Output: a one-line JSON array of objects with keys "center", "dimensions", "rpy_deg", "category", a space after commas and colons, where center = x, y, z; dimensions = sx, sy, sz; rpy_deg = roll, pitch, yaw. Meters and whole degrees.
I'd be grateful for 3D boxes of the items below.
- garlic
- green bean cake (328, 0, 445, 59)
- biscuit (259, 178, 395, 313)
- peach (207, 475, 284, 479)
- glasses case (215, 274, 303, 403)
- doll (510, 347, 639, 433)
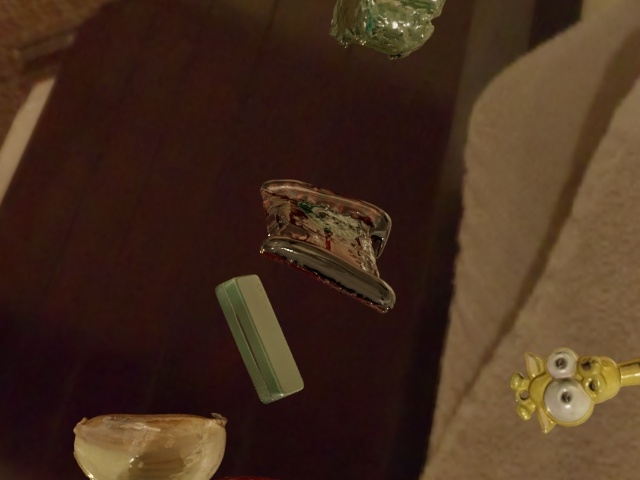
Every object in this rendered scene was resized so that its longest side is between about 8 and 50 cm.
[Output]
[{"center": [-0.194, 0.269, 1.560], "dimensions": [0.207, 0.115, 0.128], "rpy_deg": [1, 167, -26], "category": "garlic"}, {"center": [0.105, -0.357, 1.613], "dimensions": [0.132, 0.255, 0.241], "rpy_deg": [17, -177, -10], "category": "green bean cake"}, {"center": [0.006, 0.003, 1.309], "dimensions": [0.151, 0.235, 0.063], "rpy_deg": [28, 110, -11], "category": "biscuit"}, {"center": [-0.108, 0.412, 1.330], "dimensions": [0.406, 0.335, 0.310], "rpy_deg": [-9, 131, 24], "category": "peach"}, {"center": [-0.088, 0.141, 1.819], "dimensions": [0.039, 0.184, 0.078], "rpy_deg": [-27, 172, 24], "category": "glasses case"}, {"center": [0.380, 0.164, 1.556], "dimensions": [0.291, 0.117, 0.086], "rpy_deg": [-11, 159, 11], "category": "doll"}]
